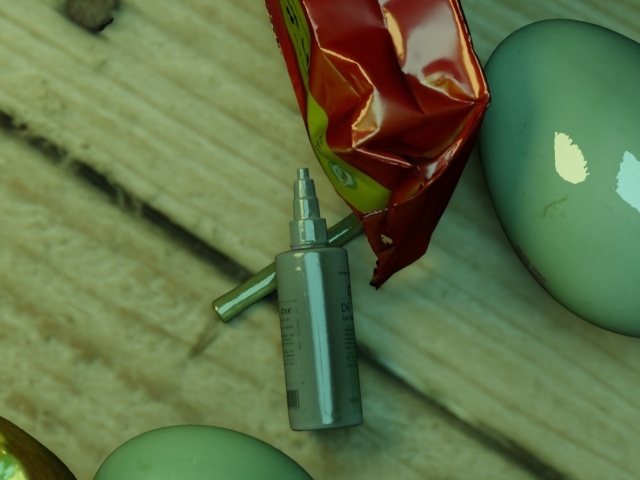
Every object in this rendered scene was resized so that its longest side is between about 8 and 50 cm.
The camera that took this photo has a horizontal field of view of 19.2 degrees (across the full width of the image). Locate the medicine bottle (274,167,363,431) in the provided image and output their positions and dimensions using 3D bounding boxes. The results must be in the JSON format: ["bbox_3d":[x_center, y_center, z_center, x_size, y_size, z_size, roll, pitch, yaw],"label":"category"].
[{"bbox_3d":[-0.004,0.043,1.433,0.057,0.057,0.199,-5,85,-3],"label":"medicine bottle"}]

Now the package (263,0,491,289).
[{"bbox_3d":[0.022,-0.188,1.414,0.123,0.196,0.424,-16,78,-5],"label":"package"}]

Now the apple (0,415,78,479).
[{"bbox_3d":[-0.307,0.263,1.255,0.339,0.339,0.340,0,79,-2],"label":"apple"}]

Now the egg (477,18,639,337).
[{"bbox_3d":[0.216,-0.049,1.405,0.183,0.183,0.264,-30,74,-7],"label":"egg"}]

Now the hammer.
[{"bbox_3d":[0.000,0.000,1.475,0.199,0.013,0.062,-33,81,-8],"label":"hammer"}]

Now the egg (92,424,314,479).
[{"bbox_3d":[-0.076,0.210,1.361,0.192,0.149,0.149,28,79,6],"label":"egg"}]
